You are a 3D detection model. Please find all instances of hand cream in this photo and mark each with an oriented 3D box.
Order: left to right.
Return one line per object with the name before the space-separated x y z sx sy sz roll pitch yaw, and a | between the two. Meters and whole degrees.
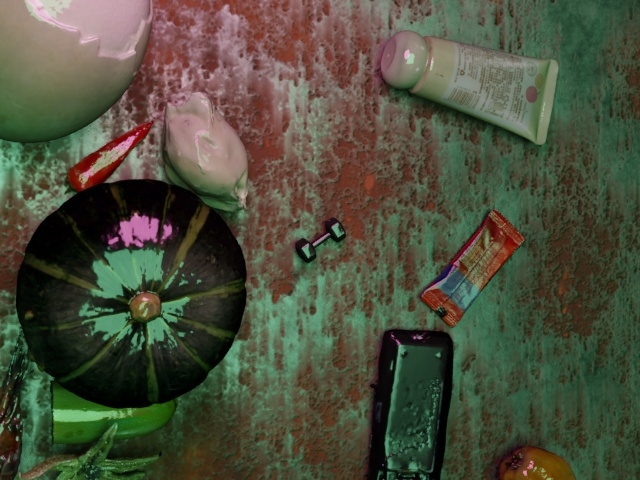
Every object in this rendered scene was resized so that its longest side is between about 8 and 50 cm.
hand cream | 0.248 -0.261 1.522 0.305 0.093 0.147 13 84 -18

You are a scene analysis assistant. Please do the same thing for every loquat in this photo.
loquat | 0.364 0.412 1.581 0.137 0.113 0.137 0 89 -2

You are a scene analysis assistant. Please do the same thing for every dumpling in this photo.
dumpling | -0.178 -0.128 1.398 0.118 0.136 0.199 -41 129 -45

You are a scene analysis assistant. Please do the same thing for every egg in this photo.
egg | -0.354 -0.297 1.221 0.278 0.336 0.278 25 42 -25

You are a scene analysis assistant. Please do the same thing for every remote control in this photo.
remote control | 0.141 0.346 1.538 0.144 0.062 0.399 4 92 -15

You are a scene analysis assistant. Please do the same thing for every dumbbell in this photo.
dumbbell | 0.000 0.000 1.493 0.083 0.040 0.036 -35 69 -11

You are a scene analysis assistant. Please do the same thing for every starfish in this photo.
starfish | -0.337 0.328 1.372 0.223 0.217 0.050 4 51 -44

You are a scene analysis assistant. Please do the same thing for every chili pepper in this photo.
chili pepper | -0.312 -0.125 1.403 0.178 0.027 0.045 -39 101 -12

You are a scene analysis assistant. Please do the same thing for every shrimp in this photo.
shrimp | -0.489 0.292 1.328 0.145 0.116 0.343 24 92 -19

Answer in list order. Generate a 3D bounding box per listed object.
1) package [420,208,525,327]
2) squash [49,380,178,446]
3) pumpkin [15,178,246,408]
package | 0.256 0.046 1.575 0.083 0.022 0.200 43 83 -13
squash | -0.304 0.254 1.392 0.187 0.095 0.095 1 93 -16
pumpkin | -0.261 0.074 1.317 0.323 0.241 0.323 0 89 -16
